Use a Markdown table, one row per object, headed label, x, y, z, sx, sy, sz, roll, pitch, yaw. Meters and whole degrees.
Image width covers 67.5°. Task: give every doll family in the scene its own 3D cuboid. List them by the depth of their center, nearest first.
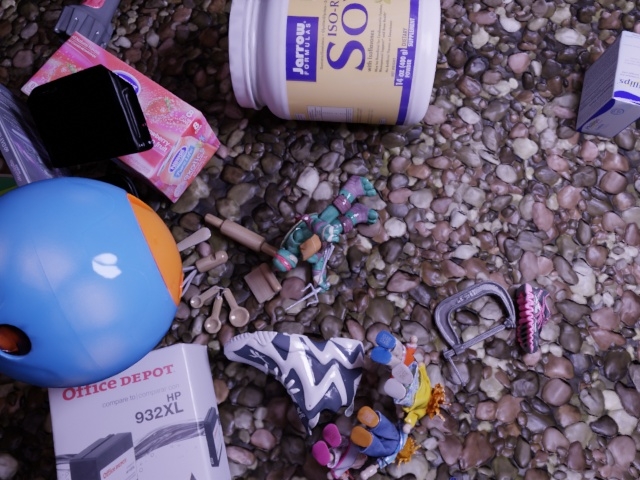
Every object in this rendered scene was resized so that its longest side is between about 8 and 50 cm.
| label | x | y | z | sx | sy | sz | roll | pitch | yaw |
| --- | --- | --- | --- | --- | --- | --- | --- | --- | --- |
| doll family | 0.114 | 0.280 | 0.742 | 0.118 | 0.163 | 0.263 | 25 | 77 | 40 |

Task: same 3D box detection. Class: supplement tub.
| label | x | y | z | sx | sy | sz | roll | pitch | yaw |
| --- | --- | --- | --- | --- | --- | --- | --- | --- | --- |
| supplement tub | 0.025 | -0.331 | 0.847 | 0.331 | 0.241 | 0.241 | 4 | 76 | 3 |

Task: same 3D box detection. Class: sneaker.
| label | x | y | z | sx | sy | sz | roll | pitch | yaw |
| --- | --- | --- | --- | --- | --- | --- | --- | --- | --- |
| sneaker | -0.047 | 0.236 | 0.786 | 0.234 | 0.094 | 0.153 | 6 | 68 | -6 |
| sneaker | 0.370 | 0.134 | 0.821 | 0.057 | 0.047 | 0.119 | 7 | 78 | -7 |

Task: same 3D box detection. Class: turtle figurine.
| label | x | y | z | sx | sy | sz | roll | pitch | yaw |
| --- | --- | --- | --- | --- | --- | --- | --- | --- | --- |
| turtle figurine | 0.000 | 0.000 | 0.809 | 0.118 | 0.175 | 0.234 | 40 | 69 | 13 |

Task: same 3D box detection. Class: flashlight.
| label | x | y | z | sx | sy | sz | roll | pitch | yaw |
| --- | --- | --- | --- | --- | --- | --- | --- | --- | --- |
| flashlight | -0.456 | -0.537 | 0.991 | 0.103 | 0.103 | 0.304 | 17 | 77 | 6 |

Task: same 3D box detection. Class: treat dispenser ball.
| label | x | y | z | sx | sy | sz | roll | pitch | yaw |
| --- | --- | --- | --- | --- | --- | --- | --- | --- | --- |
| treat dispenser ball | -0.342 | 0.056 | 0.671 | 0.288 | 0.288 | 0.288 | -1 | 76 | 3 |

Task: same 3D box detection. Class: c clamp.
| label | x | y | z | sx | sy | sz | roll | pitch | yaw |
| --- | --- | --- | --- | --- | --- | --- | --- | --- | --- |
| c clamp | 0.272 | 0.150 | 0.833 | 0.160 | 0.022 | 0.137 | -32 | 72 | -3 |

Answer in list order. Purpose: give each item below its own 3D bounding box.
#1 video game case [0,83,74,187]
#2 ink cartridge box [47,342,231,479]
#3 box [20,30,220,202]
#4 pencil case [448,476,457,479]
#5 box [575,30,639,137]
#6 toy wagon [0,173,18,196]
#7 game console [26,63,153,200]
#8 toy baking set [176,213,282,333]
| label | x | y | z | sx | sy | sz | roll | pitch | yaw |
| --- | --- | --- | --- | --- | --- | --- | --- | --- | --- |
| video game case | -0.506 | -0.155 | 0.851 | 0.026 | 0.196 | 0.274 | -30 | 77 | -4 |
| ink cartridge box | -0.275 | 0.339 | 0.754 | 0.223 | 0.129 | 0.308 | -15 | 76 | -1 |
| box | -0.359 | -0.225 | 0.889 | 0.300 | 0.142 | 0.154 | 35 | 80 | 10 |
| pencil case | 0.126 | 0.438 | 0.732 | 0.206 | 0.088 | 0.086 | -18 | 74 | -1 |
| box | 0.537 | -0.277 | 0.868 | 0.072 | 0.126 | 0.137 | 15 | 78 | 5 |
| toy wagon | -0.646 | -0.012 | 0.889 | 0.344 | 0.068 | 0.267 | 3 | 76 | 3 |
| game console | -0.344 | -0.090 | 0.796 | 0.213 | 0.044 | 0.361 | -4 | 112 | 30 |
| toy baking set | -0.198 | 0.051 | 0.871 | 0.256 | 0.030 | 0.197 | 31 | 80 | 9 |
